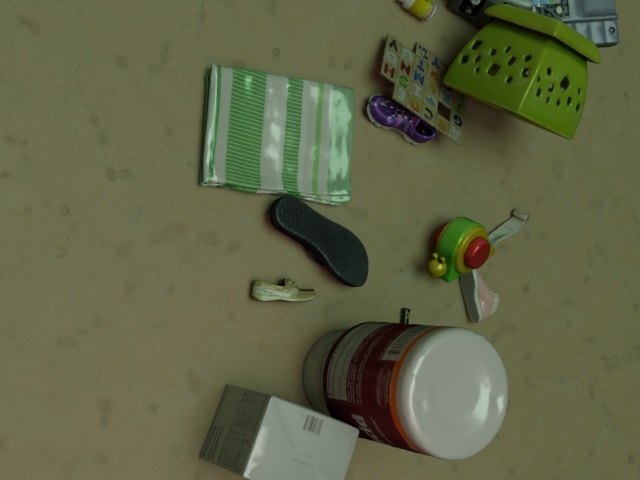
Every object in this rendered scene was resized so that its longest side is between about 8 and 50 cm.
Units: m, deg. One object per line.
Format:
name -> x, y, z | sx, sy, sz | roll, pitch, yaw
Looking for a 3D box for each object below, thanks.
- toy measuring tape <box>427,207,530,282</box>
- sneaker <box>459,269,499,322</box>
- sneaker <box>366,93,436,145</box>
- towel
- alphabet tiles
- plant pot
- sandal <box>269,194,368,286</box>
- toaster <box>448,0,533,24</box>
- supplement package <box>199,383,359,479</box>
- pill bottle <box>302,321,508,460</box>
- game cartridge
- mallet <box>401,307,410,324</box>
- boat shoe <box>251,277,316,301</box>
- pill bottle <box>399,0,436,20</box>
toy measuring tape -> 0.347, -0.020, 1.948 | 0.330, 0.121, 0.121 | -32, 103, -31
sneaker -> 0.352, 0.109, 1.983 | 0.070, 0.051, 0.134 | -16, 98, -31
sneaker -> 0.174, -0.260, 1.891 | 0.170, 0.071, 0.068 | 23, 76, -26
towel -> -0.077, -0.205, 1.767 | 0.324, 0.038, 0.248 | 5, 84, -29
alphabet tiles -> 0.223, -0.334, 1.916 | 0.237, 0.009, 0.198 | 31, 51, -25
plant pot -> 0.436, -0.364, 1.897 | 0.228, 0.227, 0.207 | 12, 106, -45
sandal -> 0.000, -0.001, 1.791 | 0.254, 0.054, 0.097 | 41, 60, -21
toaster -> 0.392, -0.575, 1.984 | 0.168, 0.110, 0.186 | 20, 77, -5
supplement package -> -0.077, 0.370, 1.638 | 0.194, 0.203, 0.149 | 27, 75, -26
pill bottle -> 0.138, 0.264, 1.657 | 0.224, 0.392, 0.224 | 2, 86, -28
game cartridge -> 0.572, -0.625, 2.108 | 0.230, 0.068, 0.355 | -7, 90, -16
mallet -> 0.163, 0.236, 1.880 | 0.062, 0.039, 0.190 | 6, 80, -32
boat shoe -> -0.069, 0.095, 1.746 | 0.135, 0.050, 0.045 | 2, 92, -29
pill bottle -> 0.206, -0.510, 1.938 | 0.083, 0.043, 0.043 | 25, 75, -26
